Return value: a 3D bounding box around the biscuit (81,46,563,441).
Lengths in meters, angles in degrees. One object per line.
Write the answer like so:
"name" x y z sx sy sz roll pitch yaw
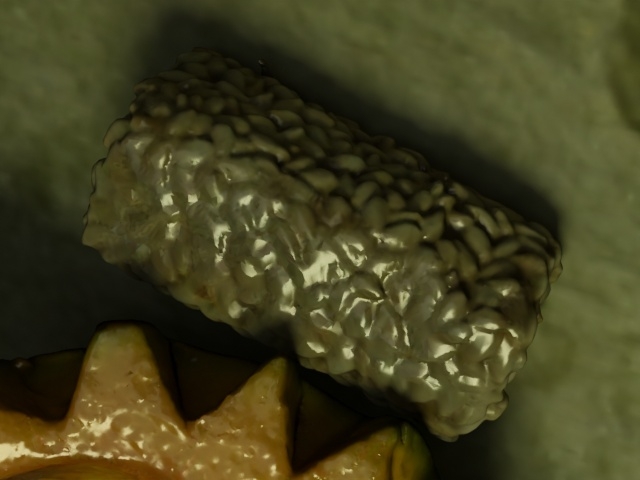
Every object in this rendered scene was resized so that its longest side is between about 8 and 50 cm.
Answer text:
"biscuit" 0.000 0.000 0.665 0.168 0.070 0.082 30 118 8

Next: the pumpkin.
"pumpkin" -0.023 0.107 0.692 0.254 0.149 0.130 40 85 1
